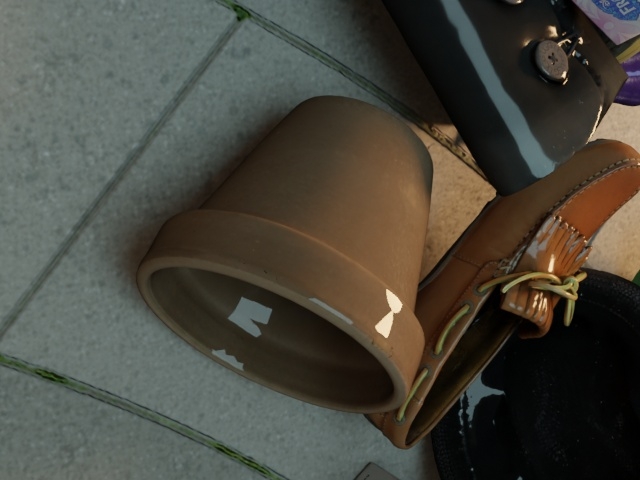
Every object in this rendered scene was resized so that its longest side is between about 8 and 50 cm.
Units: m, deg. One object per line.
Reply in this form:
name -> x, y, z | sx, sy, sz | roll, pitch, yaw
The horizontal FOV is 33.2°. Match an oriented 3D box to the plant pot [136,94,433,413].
plant pot -> 0.000, 0.000, 0.983 | 0.263, 0.263, 0.229 | 40, 62, -27

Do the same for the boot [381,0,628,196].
boot -> 0.067, -0.226, 0.967 | 0.367, 0.146, 0.445 | -41, 108, -29

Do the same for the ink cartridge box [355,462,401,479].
ink cartridge box -> 0.143, 0.365, 1.076 | 0.117, 0.278, 0.201 | -48, 116, -13

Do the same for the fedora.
fedora -> 0.281, 0.202, 1.175 | 0.152, 0.334, 0.334 | 26, 84, -65

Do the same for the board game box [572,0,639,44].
board game box -> 0.213, -0.397, 1.014 | 0.318, 0.066, 0.319 | 34, 48, -31

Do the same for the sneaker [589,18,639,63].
sneaker -> 0.407, -0.313, 1.189 | 0.410, 0.158, 0.182 | -52, 136, -15

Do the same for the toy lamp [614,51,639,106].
toy lamp -> 0.422, -0.200, 1.249 | 0.274, 0.080, 0.080 | -8, 101, -26

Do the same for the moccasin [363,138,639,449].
moccasin -> 0.188, 0.052, 1.076 | 0.380, 0.147, 0.139 | -41, 144, -4

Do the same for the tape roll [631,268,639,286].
tape roll -> 0.463, 0.150, 1.186 | 0.077, 0.321, 0.321 | -8, 102, -27
